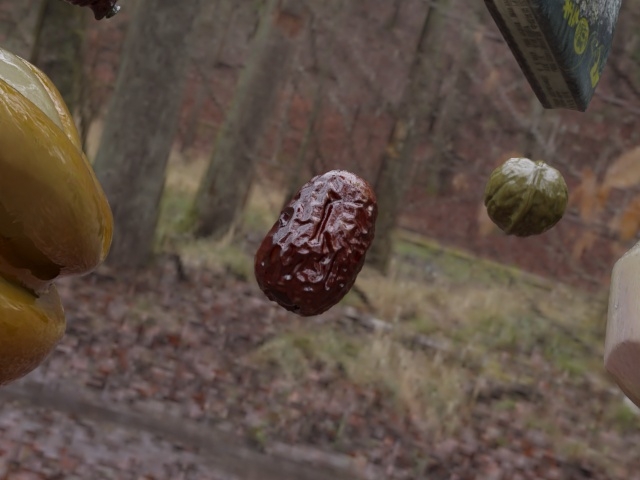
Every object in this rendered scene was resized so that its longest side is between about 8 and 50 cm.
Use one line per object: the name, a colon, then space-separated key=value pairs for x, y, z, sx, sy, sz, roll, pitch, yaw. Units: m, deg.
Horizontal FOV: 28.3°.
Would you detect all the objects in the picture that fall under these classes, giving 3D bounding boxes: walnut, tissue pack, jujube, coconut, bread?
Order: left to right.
bread: x=-0.323 y=-0.052 z=1.006 sx=0.328 sy=0.245 sz=0.424 roll=28 pitch=1 yaw=-8
jujube: x=0.000 y=0.000 z=1.462 sx=0.112 sy=0.176 sz=0.109 roll=41 pitch=-19 yaw=-30
walnut: x=0.209 y=-0.044 z=1.290 sx=0.092 sy=0.092 sz=0.092 roll=17 pitch=3 yaw=-1
tissue pack: x=0.291 y=-0.301 z=1.551 sx=0.081 sy=0.185 sz=0.257 roll=8 pitch=-23 yaw=31
coconut: x=0.411 y=0.104 z=1.359 sx=0.224 sy=0.234 sz=0.224 roll=-1 pitch=-25 yaw=-1

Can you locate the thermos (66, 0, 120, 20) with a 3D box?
thermos: x=-0.330 y=-0.376 z=1.596 sx=0.098 sy=0.124 sz=0.232 roll=-14 pitch=-52 yaw=39
